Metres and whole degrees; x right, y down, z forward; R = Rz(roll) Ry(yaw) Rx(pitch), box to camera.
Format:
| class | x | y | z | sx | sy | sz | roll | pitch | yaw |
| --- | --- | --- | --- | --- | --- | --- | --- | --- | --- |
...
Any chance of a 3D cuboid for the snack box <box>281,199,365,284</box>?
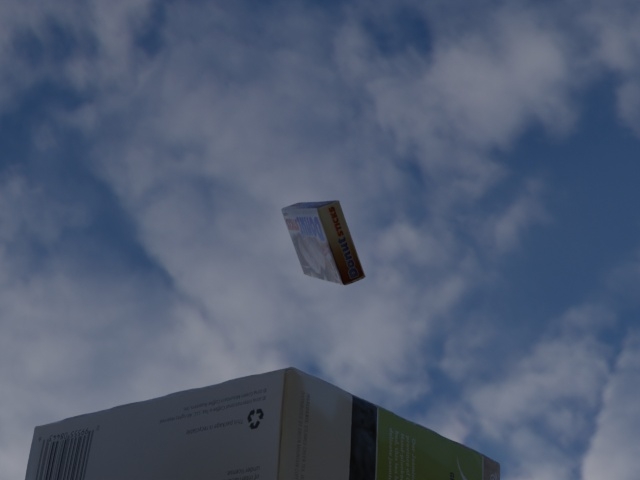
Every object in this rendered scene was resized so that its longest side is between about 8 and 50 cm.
| class | x | y | z | sx | sy | sz | roll | pitch | yaw |
| --- | --- | --- | --- | --- | --- | --- | --- | --- | --- |
| snack box | 0.000 | 0.000 | 1.031 | 0.022 | 0.178 | 0.064 | -20 | -85 | -10 |

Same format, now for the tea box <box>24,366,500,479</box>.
| class | x | y | z | sx | sy | sz | roll | pitch | yaw |
| --- | --- | --- | --- | --- | --- | --- | --- | --- | --- |
| tea box | -0.054 | 0.288 | 1.144 | 0.329 | 0.220 | 0.323 | -16 | -33 | 36 |
